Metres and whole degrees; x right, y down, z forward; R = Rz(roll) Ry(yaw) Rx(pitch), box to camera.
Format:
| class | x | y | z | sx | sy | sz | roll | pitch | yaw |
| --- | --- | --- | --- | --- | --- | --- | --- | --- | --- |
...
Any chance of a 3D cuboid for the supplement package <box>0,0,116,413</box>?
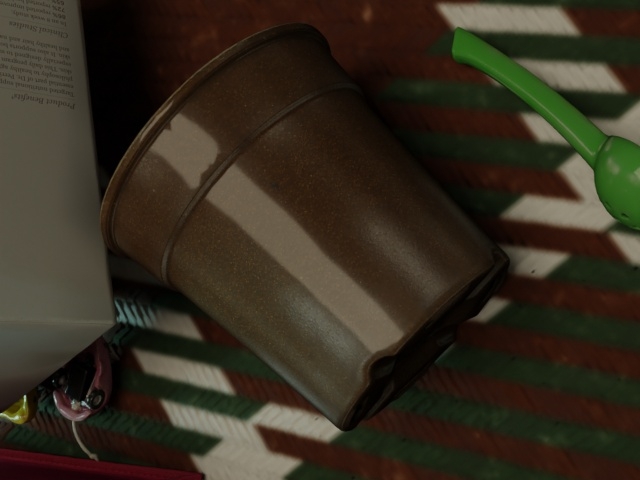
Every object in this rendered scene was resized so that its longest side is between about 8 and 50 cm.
| class | x | y | z | sx | sy | sz | roll | pitch | yaw |
| --- | --- | --- | --- | --- | --- | --- | --- | --- | --- |
| supplement package | -0.262 | -0.044 | 0.667 | 0.198 | 0.199 | 0.262 | -35 | 59 | 48 |

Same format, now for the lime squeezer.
| class | x | y | z | sx | sy | sz | roll | pitch | yaw |
| --- | --- | --- | --- | --- | --- | --- | --- | --- | --- |
| lime squeezer | 0.203 | -0.053 | 0.549 | 0.310 | 0.059 | 0.109 | 3 | 58 | 31 |

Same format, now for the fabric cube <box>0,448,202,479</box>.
| class | x | y | z | sx | sy | sz | roll | pitch | yaw |
| --- | --- | --- | --- | --- | --- | --- | --- | --- | --- |
| fabric cube | -0.245 | 0.268 | 0.673 | 0.254 | 0.259 | 0.258 | -1 | 86 | 31 |

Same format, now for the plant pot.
| class | x | y | z | sx | sy | sz | roll | pitch | yaw |
| --- | --- | --- | --- | --- | --- | --- | --- | --- | --- |
| plant pot | 0.000 | 0.000 | 0.601 | 0.165 | 0.167 | 0.167 | 44 | 109 | 16 |

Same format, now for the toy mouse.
| class | x | y | z | sx | sy | sz | roll | pitch | yaw |
| --- | --- | --- | --- | --- | --- | --- | --- | --- | --- |
| toy mouse | -0.175 | 0.066 | 0.766 | 0.161 | 0.031 | 0.143 | 46 | 110 | 23 |
